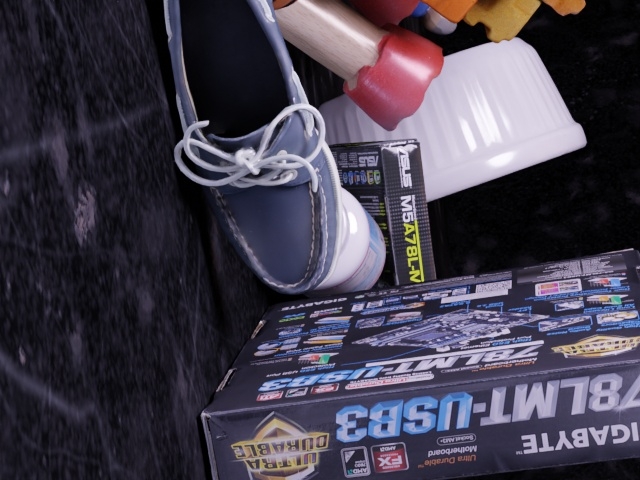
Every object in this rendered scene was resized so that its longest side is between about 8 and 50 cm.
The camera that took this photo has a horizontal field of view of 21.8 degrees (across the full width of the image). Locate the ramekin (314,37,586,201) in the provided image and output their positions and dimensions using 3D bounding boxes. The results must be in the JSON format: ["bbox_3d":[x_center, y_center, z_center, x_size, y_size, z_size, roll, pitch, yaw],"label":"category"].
[{"bbox_3d":[0.119,-0.110,1.662,0.273,0.273,0.127,-27,99,-81],"label":"ramekin"}]

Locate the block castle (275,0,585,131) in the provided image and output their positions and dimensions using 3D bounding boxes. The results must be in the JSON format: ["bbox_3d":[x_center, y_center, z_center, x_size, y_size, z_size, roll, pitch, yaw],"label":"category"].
[{"bbox_3d":[0.154,-0.330,1.415,0.213,0.453,0.303,33,26,-16],"label":"block castle"}]

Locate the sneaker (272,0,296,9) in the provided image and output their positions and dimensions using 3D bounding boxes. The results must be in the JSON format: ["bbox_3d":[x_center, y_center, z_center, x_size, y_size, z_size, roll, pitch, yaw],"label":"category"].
[{"bbox_3d":[-0.016,-0.319,1.097,0.180,0.125,0.321,-12,-96,61],"label":"sneaker"}]

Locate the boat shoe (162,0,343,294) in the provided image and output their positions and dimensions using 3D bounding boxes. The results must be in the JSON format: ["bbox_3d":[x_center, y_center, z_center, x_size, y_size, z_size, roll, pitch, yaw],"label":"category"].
[{"bbox_3d":[-0.045,-0.077,1.054,0.079,0.095,0.254,-77,157,-71],"label":"boat shoe"}]

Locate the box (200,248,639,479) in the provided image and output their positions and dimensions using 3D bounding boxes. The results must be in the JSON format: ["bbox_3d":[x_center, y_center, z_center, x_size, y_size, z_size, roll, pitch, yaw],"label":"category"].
[{"bbox_3d":[0.088,0.087,1.144,0.293,0.296,0.073,-66,146,-76],"label":"box"}]

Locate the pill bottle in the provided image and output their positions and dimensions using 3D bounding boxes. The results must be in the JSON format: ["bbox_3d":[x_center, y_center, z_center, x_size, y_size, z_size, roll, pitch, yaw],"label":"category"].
[{"bbox_3d":[0.000,0.000,1.324,0.160,0.087,0.087,43,41,-77],"label":"pill bottle"}]

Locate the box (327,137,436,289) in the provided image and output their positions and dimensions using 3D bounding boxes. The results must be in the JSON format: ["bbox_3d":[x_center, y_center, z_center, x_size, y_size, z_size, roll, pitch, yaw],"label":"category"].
[{"bbox_3d":[0.042,0.005,1.478,0.191,0.045,0.184,-178,-102,-68],"label":"box"}]
